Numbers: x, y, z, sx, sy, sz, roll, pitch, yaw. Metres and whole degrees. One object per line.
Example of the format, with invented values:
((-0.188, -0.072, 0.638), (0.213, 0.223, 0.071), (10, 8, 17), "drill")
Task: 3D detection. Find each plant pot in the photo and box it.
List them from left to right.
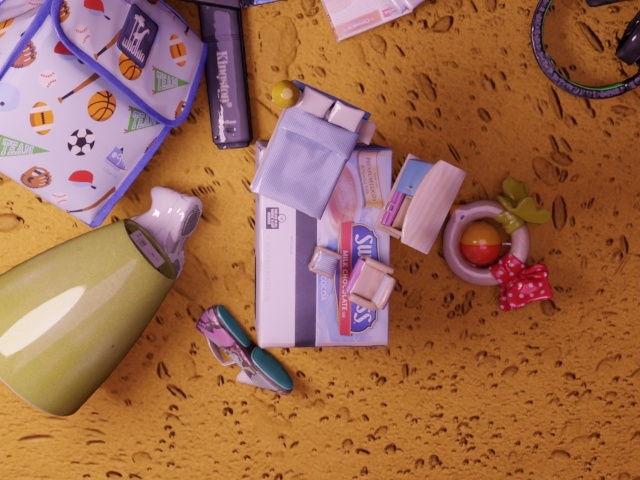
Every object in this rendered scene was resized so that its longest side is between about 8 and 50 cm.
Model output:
((-0.402, 0.104, 1.767), (0.293, 0.275, 0.275), (-39, 99, 8), "plant pot")

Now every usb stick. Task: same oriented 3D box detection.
((-0.171, -0.305, 1.859), (0.077, 0.045, 0.278), (-6, 99, -4), "usb stick")

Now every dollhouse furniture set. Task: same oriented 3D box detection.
((0.019, -0.071, 1.595), (0.303, 0.198, 0.286), (25, 93, -10), "dollhouse furniture set")

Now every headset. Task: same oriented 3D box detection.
((0.573, -0.425, 1.878), (0.394, 0.185, 0.243), (-31, 96, 16), "headset")

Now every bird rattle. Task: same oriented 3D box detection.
((0.332, 0.011, 1.930), (0.206, 0.143, 0.254), (2, 111, 7), "bird rattle")

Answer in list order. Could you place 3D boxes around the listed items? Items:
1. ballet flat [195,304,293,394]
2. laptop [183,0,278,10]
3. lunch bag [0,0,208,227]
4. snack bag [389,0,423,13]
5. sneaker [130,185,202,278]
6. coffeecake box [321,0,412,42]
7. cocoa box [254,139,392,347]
((-0.147, 0.218, 1.929), (0.079, 0.077, 0.221), (-42, 95, 21), "ballet flat")
((-0.124, -0.603, 1.692), (0.236, 0.408, 0.382), (-14, 86, 35), "laptop")
((-0.402, -0.267, 1.701), (0.385, 0.239, 0.328), (-52, 134, -1), "lunch bag")
((0.163, -0.616, 1.789), (0.323, 0.037, 0.343), (-38, 99, -20), "snack bag")
((-0.304, 0.004, 1.884), (0.115, 0.090, 0.232), (28, 102, 17), "sneaker")
((0.064, -0.469, 1.842), (0.142, 0.068, 0.186), (-22, 99, 0), "coffeecake box")
((0.000, 0.000, 1.822), (0.227, 0.231, 0.347), (0, 98, -6), "cocoa box")
